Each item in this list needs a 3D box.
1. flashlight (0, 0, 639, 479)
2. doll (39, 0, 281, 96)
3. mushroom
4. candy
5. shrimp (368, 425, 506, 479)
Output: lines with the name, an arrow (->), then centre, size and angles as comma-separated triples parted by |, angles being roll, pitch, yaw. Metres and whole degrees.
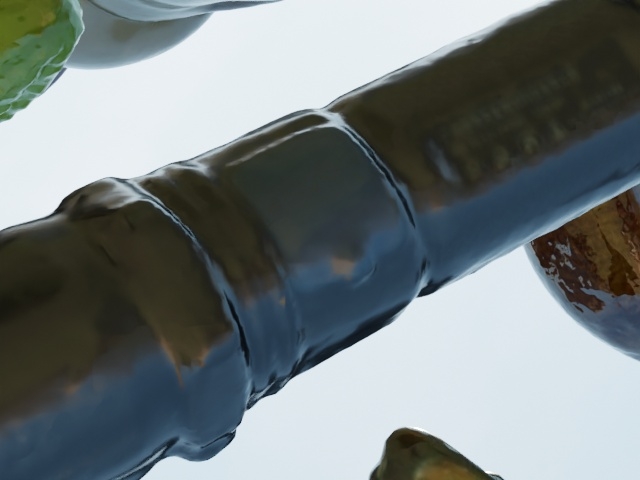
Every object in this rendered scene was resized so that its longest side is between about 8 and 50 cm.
flashlight -> 0.022, -0.018, 0.706 | 0.424, 0.103, 0.103 | -28, -150, -26
doll -> -0.112, -0.239, 1.312 | 0.226, 0.215, 0.370 | -33, -169, -29
mushroom -> 0.323, -0.073, 1.756 | 0.259, 0.345, 0.345 | -26, -141, 39
candy -> -0.178, -0.081, 0.876 | 0.209, 0.096, 0.097 | -14, -134, 47
shrimp -> 0.175, 0.291, 1.289 | 0.445, 0.221, 0.110 | 43, -70, 38
